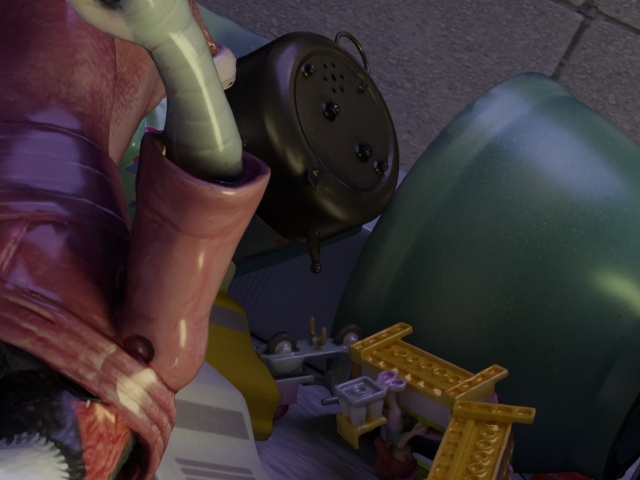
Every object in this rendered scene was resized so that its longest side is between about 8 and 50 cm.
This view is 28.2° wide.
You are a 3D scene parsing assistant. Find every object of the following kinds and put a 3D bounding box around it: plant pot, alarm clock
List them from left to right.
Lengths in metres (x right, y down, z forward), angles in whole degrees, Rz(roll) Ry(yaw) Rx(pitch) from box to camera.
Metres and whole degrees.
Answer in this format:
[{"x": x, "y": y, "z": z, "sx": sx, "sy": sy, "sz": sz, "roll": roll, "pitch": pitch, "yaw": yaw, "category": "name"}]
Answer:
[{"x": 0.002, "y": -0.079, "z": 0.822, "sx": 0.129, "sy": 0.064, "sz": 0.192, "roll": 50, "pitch": 37, "yaw": -23, "category": "alarm clock"}, {"x": 0.172, "y": 0.052, "z": 0.922, "sx": 0.196, "sy": 0.293, "sz": 0.293, "roll": 32, "pitch": 7, "yaw": 26, "category": "plant pot"}]

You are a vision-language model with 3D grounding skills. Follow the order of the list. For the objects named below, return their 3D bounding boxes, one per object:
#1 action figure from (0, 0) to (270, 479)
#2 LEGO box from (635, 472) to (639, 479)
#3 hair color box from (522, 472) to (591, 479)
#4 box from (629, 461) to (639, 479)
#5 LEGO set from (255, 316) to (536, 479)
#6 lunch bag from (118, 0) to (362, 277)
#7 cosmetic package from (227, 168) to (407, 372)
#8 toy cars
[{"x": -0.137, "y": 0.002, "z": 0.506, "sx": 0.276, "sy": 0.248, "sz": 0.370, "roll": 65, "pitch": 5, "yaw": -58, "category": "action figure"}, {"x": 0.334, "y": 0.229, "z": 0.649, "sx": 0.372, "sy": 0.193, "sz": 0.500, "roll": 30, "pitch": 6, "yaw": 14, "category": "LEGO box"}, {"x": 0.227, "y": 0.131, "z": 1.093, "sx": 0.053, "sy": 0.167, "sz": 0.093, "roll": 27, "pitch": 7, "yaw": -11, "category": "hair color box"}, {"x": 0.370, "y": 0.250, "z": 1.193, "sx": 0.137, "sy": 0.072, "sz": 0.126, "roll": 28, "pitch": 6, "yaw": 4, "category": "box"}, {"x": 0.059, "y": 0.145, "z": 0.740, "sx": 0.132, "sy": 0.107, "sz": 0.287, "roll": -10, "pitch": 25, "yaw": -16, "category": "LEGO set"}, {"x": -0.137, "y": -0.048, "z": 0.900, "sx": 0.262, "sy": 0.160, "sz": 0.223, "roll": -21, "pitch": -27, "yaw": 35, "category": "lunch bag"}, {"x": 0.000, "y": 0.000, "z": 1.134, "sx": 0.224, "sy": 0.138, "sz": 0.224, "roll": 27, "pitch": 19, "yaw": 2, "category": "cosmetic package"}, {"x": -0.088, "y": 0.057, "z": 0.680, "sx": 0.176, "sy": 0.087, "sz": 0.394, "roll": 27, "pitch": 6, "yaw": -7, "category": "toy cars"}]
